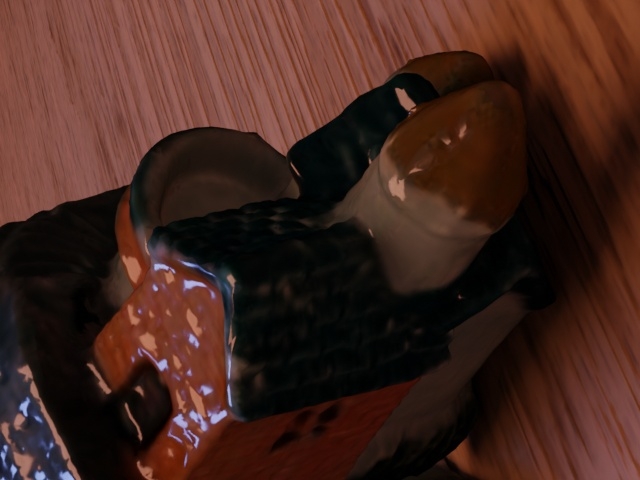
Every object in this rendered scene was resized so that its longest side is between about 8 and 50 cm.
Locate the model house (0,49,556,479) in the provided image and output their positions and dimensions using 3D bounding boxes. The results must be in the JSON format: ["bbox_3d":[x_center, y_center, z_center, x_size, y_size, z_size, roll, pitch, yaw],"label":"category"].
[{"bbox_3d":[0.000,0.000,0.813,0.291,0.253,0.184,-47,62,45],"label":"model house"}]

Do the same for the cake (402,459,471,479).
[{"bbox_3d":[-0.004,0.261,0.962,0.158,0.172,0.284,-154,59,-72],"label":"cake"}]
